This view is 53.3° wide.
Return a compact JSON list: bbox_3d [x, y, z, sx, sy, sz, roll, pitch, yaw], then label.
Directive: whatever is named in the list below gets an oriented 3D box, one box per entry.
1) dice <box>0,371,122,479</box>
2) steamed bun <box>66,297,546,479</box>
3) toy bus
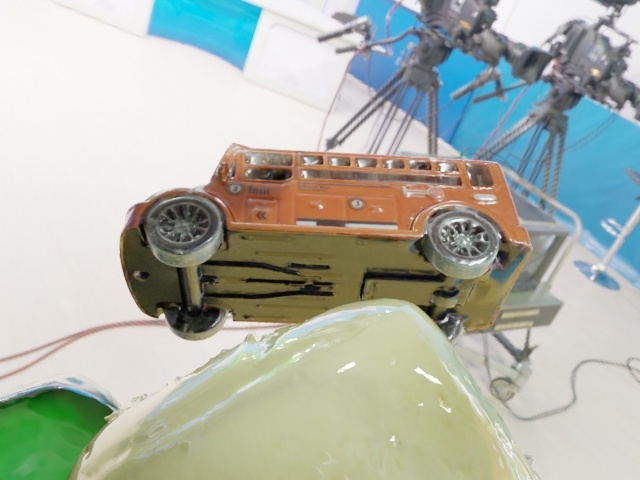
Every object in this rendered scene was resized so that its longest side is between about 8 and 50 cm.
[{"bbox_3d":[-0.336,0.309,0.609,0.300,0.287,0.296,-18,88,-47],"label":"dice"},{"bbox_3d":[-0.009,0.167,0.361,0.231,0.273,0.166,66,14,7],"label":"steamed bun"},{"bbox_3d":[0.000,0.000,0.569,0.330,0.143,0.153,2,51,-3],"label":"toy bus"}]
